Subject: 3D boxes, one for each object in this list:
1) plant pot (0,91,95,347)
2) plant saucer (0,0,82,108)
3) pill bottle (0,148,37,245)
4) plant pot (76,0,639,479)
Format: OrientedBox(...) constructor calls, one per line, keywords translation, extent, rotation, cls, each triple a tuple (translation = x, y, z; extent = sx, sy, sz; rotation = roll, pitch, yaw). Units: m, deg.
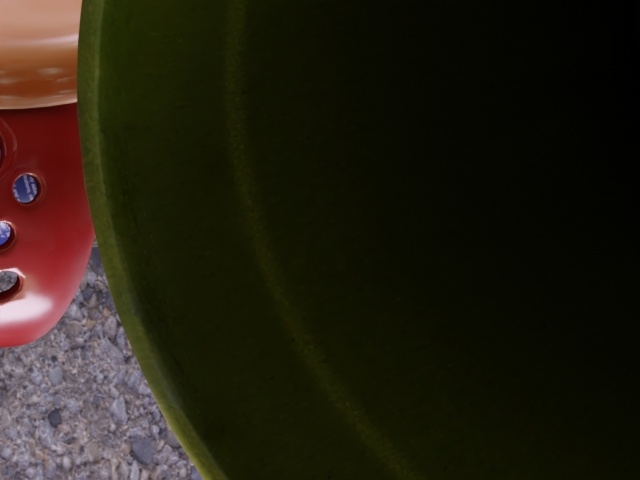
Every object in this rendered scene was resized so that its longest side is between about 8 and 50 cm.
OrientedBox(translation=(-0.238, -0.036, 0.884), extent=(0.174, 0.191, 0.191), rotation=(2, 171, -36), cls="plant pot")
OrientedBox(translation=(-0.106, -0.120, 0.759), extent=(0.200, 0.037, 0.200), rotation=(-17, 166, -4), cls="plant saucer")
OrientedBox(translation=(-0.205, -0.059, 1.102), extent=(0.219, 0.123, 0.123), rotation=(-9, 177, 2), cls="pill bottle")
OrientedBox(translation=(0.165, -0.059, 0.614), extent=(0.366, 0.366, 0.353), rotation=(-12, -172, 36), cls="plant pot")
